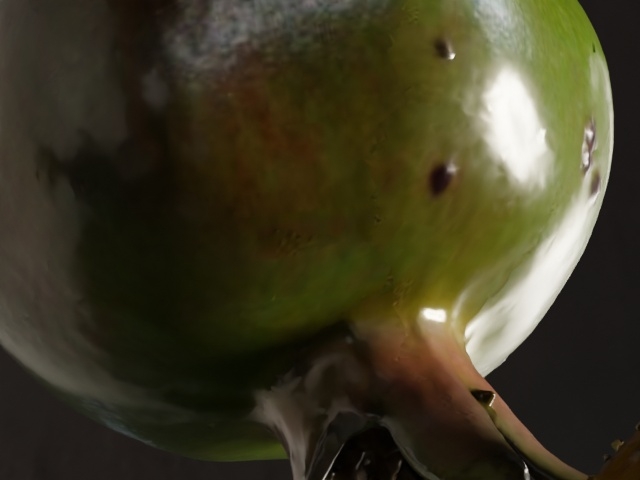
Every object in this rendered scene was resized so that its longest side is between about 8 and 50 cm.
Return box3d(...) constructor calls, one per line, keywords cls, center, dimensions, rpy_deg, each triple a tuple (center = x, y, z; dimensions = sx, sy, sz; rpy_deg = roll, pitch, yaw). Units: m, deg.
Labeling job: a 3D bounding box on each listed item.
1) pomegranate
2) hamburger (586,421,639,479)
box3d(cls="pomegranate", center=(0.000, 0.000, 0.496), dimensions=(0.181, 0.181, 0.224), rpy_deg=(-6, 52, -27))
box3d(cls="hamburger", center=(0.123, 0.089, 0.374), dimensions=(0.182, 0.191, 0.118), rpy_deg=(-46, 130, -61))
